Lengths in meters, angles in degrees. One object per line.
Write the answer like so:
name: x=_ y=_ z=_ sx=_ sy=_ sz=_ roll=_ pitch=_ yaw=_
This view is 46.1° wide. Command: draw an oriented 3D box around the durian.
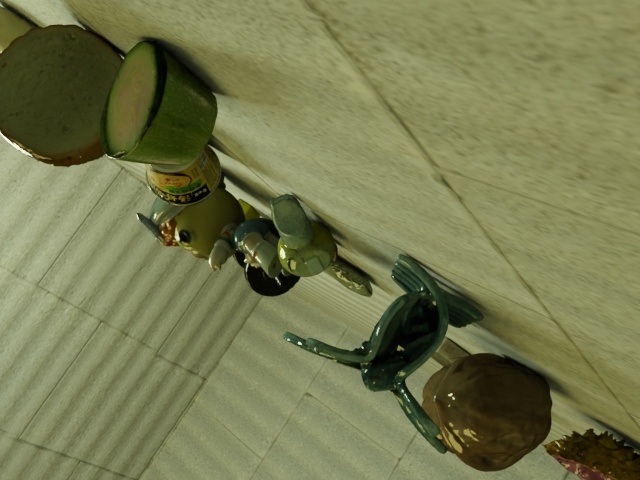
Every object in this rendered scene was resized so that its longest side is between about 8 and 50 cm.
durian: x=0.660 y=0.490 z=1.632 sx=0.341 sy=0.112 sz=0.191 roll=23 pitch=160 yaw=18

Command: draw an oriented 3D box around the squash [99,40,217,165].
squash: x=-0.227 y=-0.177 z=1.053 sx=0.122 sy=0.170 sz=0.170 roll=24 pitch=-179 yaw=-41

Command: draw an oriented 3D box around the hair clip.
hair clip: x=0.144 y=0.187 z=1.388 sx=0.392 sy=0.238 sz=0.318 roll=35 pitch=172 yaw=9

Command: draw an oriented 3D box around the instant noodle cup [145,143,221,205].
instant noodle cup: x=-0.271 y=-0.157 z=1.443 sx=0.151 sy=0.151 sz=0.122 roll=33 pitch=161 yaw=11

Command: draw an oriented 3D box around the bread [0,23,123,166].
bread: x=-0.417 y=-0.232 z=1.215 sx=0.236 sy=0.236 sz=0.070 roll=35 pitch=172 yaw=-4

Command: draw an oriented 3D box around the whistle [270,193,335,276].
whistle: x=-0.044 y=-0.014 z=1.500 sx=0.122 sy=0.123 sz=0.223 roll=27 pitch=155 yaw=42

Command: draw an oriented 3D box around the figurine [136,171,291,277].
figurine: x=-0.200 y=-0.037 z=1.688 sx=0.381 sy=0.205 sz=0.224 roll=21 pitch=-161 yaw=21

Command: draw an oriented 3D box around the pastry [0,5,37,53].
pastry: x=-0.615 y=-0.402 z=1.527 sx=0.156 sy=0.092 sz=0.156 roll=36 pitch=166 yaw=11

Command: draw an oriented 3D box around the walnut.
walnut: x=0.348 y=0.358 z=1.587 sx=0.273 sy=0.227 sz=0.273 roll=14 pitch=-172 yaw=-2

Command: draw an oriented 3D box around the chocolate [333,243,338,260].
chocolate: x=0.000 y=0.000 z=1.638 sx=0.100 sy=0.031 sz=0.065 roll=26 pitch=152 yaw=27

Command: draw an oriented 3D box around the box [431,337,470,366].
box: x=0.419 y=0.365 z=2.050 sx=0.365 sy=0.051 sz=0.204 roll=36 pitch=173 yaw=-15

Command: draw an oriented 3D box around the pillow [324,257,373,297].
pillow: x=0.030 y=0.064 z=1.838 sx=0.229 sy=0.051 sz=0.128 roll=34 pitch=170 yaw=13

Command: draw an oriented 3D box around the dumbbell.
dumbbell: x=-0.134 y=0.039 z=1.852 sx=0.143 sy=0.143 sz=0.325 roll=39 pitch=-174 yaw=-30

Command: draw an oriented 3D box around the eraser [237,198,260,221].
eraser: x=-0.218 y=-0.037 z=1.985 sx=0.045 sy=0.122 sz=0.097 roll=29 pitch=172 yaw=16
